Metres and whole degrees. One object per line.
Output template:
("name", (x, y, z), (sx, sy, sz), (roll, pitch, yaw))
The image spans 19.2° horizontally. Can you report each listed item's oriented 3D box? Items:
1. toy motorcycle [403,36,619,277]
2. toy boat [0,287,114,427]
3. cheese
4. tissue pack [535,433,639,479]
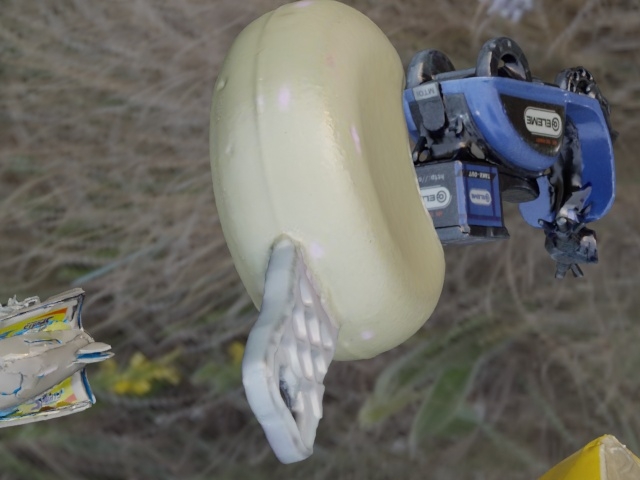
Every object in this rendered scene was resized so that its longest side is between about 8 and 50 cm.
("toy motorcycle", (0.189, -0.074, 1.808), (0.125, 0.358, 0.212), (-7, 84, 36))
("toy boat", (-0.234, 0.090, 1.194), (0.210, 0.066, 0.084), (-18, 120, -32))
("cheese", (-0.008, -0.016, 0.815), (0.071, 0.249, 0.163), (-15, 99, 18))
("tissue pack", (0.216, 0.428, 1.906), (0.228, 0.293, 0.382), (35, 124, -21))
